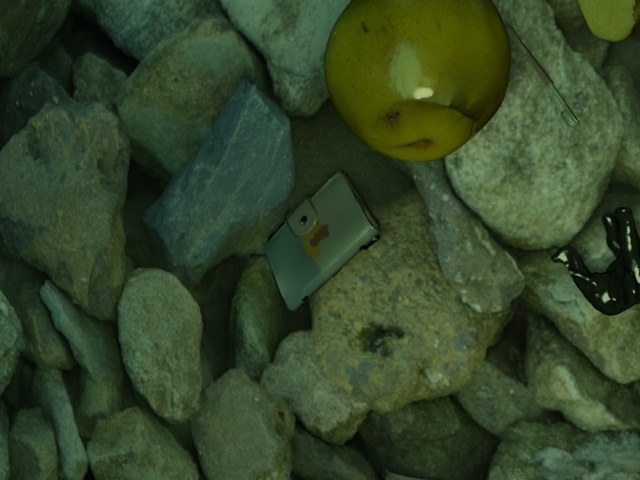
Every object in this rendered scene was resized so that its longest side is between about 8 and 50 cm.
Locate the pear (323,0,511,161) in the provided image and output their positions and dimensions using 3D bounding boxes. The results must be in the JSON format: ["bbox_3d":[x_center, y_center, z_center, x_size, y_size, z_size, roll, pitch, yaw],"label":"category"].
[{"bbox_3d":[0.141,-0.288,1.296,0.285,0.285,0.336,-28,76,30],"label":"pear"}]

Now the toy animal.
[{"bbox_3d":[0.455,0.020,1.203,0.245,0.115,0.146,-19,82,32],"label":"toy animal"}]

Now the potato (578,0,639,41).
[{"bbox_3d":[0.430,-0.340,1.233,0.096,0.067,0.103,-9,97,56],"label":"potato"}]

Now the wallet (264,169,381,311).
[{"bbox_3d":[0.000,0.000,1.517,0.231,0.069,0.170,-43,53,23],"label":"wallet"}]

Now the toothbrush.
[{"bbox_3d":[0.343,-0.256,1.319,0.017,0.014,0.194,-37,73,29],"label":"toothbrush"}]
